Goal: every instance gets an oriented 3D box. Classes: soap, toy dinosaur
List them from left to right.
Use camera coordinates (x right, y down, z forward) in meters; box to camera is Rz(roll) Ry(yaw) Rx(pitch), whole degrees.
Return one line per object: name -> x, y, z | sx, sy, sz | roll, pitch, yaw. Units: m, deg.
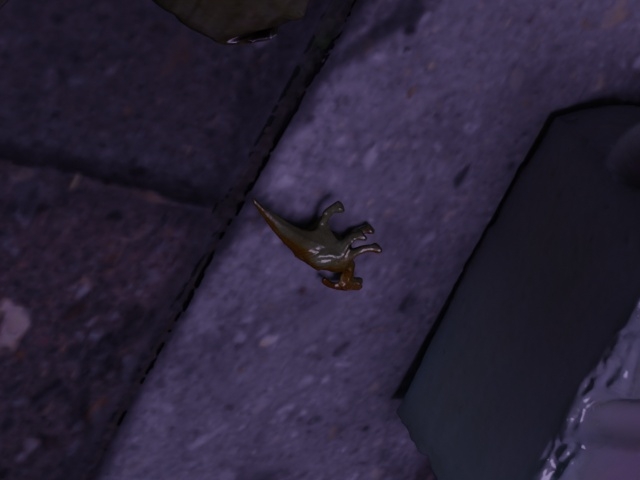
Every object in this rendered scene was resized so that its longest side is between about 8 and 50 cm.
toy dinosaur -> 0.003, -0.002, 0.903 | 0.041, 0.026, 0.113 | -32, 145, 10
soap -> 0.225, 0.069, 1.014 | 0.302, 0.159, 0.257 | 9, 115, -36

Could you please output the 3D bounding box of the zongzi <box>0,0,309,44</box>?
zongzi -> 0.041, -0.246, 0.670 | 0.418, 0.181, 0.447 | -47, 177, -44
